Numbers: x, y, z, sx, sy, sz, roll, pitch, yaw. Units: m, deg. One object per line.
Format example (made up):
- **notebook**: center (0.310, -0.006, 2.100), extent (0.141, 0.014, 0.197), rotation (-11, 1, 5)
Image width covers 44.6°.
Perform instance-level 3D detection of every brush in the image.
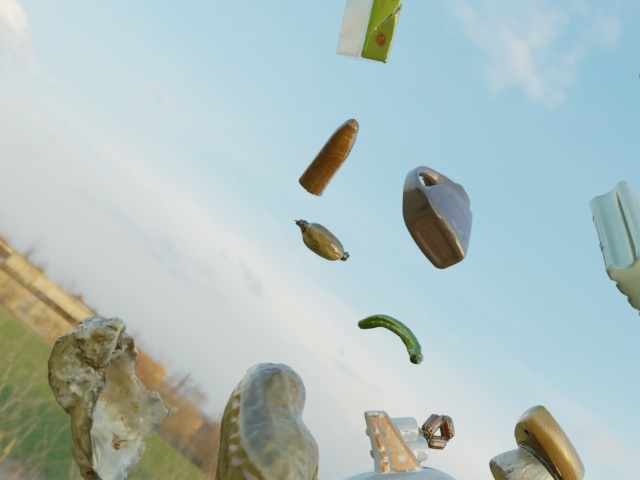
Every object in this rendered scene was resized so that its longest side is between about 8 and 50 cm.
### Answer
- **brush**: center (0.490, 0.507, 1.814), extent (0.174, 0.166, 0.267), rotation (35, -24, 55)

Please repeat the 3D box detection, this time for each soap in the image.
- **soap**: center (0.460, 0.012, 1.145), extent (0.066, 0.198, 0.119), rotation (-31, -64, 28)

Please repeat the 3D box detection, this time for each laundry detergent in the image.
- **laundry detergent**: center (0.219, -0.071, 1.447), extent (0.076, 0.237, 0.171), rotation (-26, -70, 29)

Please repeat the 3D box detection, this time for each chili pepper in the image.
- **chili pepper**: center (0.067, 0.087, 0.714), extent (0.083, 0.030, 0.017), rotation (39, -24, 47)

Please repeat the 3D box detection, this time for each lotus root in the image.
- **lotus root**: center (0.000, 0.000, 1.761), extent (0.152, 0.063, 0.072), rotation (39, 8, -6)

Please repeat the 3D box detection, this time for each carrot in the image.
- **carrot**: center (0.018, -0.130, 1.202), extent (0.048, 0.048, 0.139), rotation (38, -58, 3)

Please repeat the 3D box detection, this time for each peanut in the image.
- **peanut**: center (-0.054, 0.211, 0.822), extent (0.108, 0.095, 0.226), rotation (24, 25, -16)

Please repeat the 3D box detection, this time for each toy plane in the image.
- **toy plane**: center (0.071, 0.327, 0.935), extent (0.244, 0.245, 0.117), rotation (41, -20, -7)

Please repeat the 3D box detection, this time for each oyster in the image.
- **oyster**: center (-0.273, 0.200, 0.972), extent (0.107, 0.161, 0.233), rotation (1, -68, 11)

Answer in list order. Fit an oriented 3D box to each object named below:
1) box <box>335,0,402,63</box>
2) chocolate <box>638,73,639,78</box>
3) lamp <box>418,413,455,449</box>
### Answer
- **box**: center (0.096, -0.436, 1.161), extent (0.047, 0.335, 0.187), rotation (10, 12, -14)
- **chocolate**: center (0.521, -0.192, 1.133), extent (0.086, 0.028, 0.182), rotation (96, -24, -66)
- **lamp**: center (0.152, 0.270, 1.092), extent (0.031, 0.083, 0.063), rotation (12, -63, 64)
